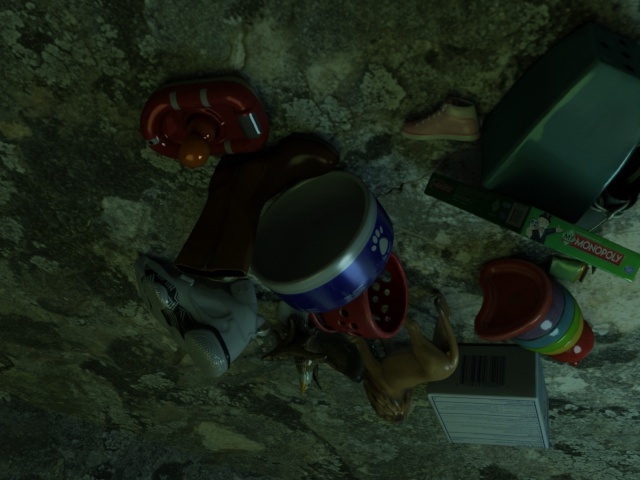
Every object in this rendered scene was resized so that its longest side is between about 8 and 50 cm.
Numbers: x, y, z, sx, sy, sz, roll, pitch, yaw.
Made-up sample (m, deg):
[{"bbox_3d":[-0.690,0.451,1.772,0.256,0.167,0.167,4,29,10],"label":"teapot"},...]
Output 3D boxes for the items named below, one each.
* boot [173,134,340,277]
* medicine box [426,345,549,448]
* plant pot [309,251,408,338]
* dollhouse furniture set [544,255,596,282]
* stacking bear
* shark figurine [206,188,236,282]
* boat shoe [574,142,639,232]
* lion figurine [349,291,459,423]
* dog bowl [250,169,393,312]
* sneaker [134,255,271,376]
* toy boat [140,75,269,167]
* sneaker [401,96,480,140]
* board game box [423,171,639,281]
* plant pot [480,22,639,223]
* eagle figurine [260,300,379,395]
[{"bbox_3d":[-0.111,-0.061,1.168,0.264,0.280,0.096,0,140,19],"label":"boot"},{"bbox_3d":[0.439,0.405,1.678,0.264,0.149,0.289,-4,139,23],"label":"medicine box"},{"bbox_3d":[0.074,0.118,1.410,0.174,0.191,0.191,-8,137,35],"label":"plant pot"},{"bbox_3d":[0.497,0.051,1.282,0.076,0.058,0.151,10,142,7],"label":"dollhouse furniture set"},{"bbox_3d":[0.475,0.172,1.375,0.164,0.175,0.289,-14,144,43],"label":"stacking bear"},{"bbox_3d":[-0.180,0.021,1.456,0.166,0.116,0.278,39,142,26],"label":"shark figurine"},{"bbox_3d":[0.469,-0.090,1.078,0.116,0.099,0.319,15,143,0],"label":"boat shoe"},{"bbox_3d":[0.215,0.292,1.542,0.240,0.142,0.392,63,145,11],"label":"lion figurine"},{"bbox_3d":[0.000,0.000,1.221,0.265,0.265,0.104,-13,138,32],"label":"dog bowl"},{"bbox_3d":[-0.295,0.152,1.634,0.366,0.210,0.137,46,146,17],"label":"sneaker"},{"bbox_3d":[-0.213,-0.190,1.148,0.231,0.151,0.151,-1,139,21],"label":"toy boat"},{"bbox_3d":[0.196,-0.204,1.076,0.134,0.051,0.070,7,125,27],"label":"sneaker"},{"bbox_3d":[0.326,-0.031,1.054,0.214,0.046,0.317,19,-172,-20],"label":"board game box"},{"bbox_3d":[0.369,-0.181,0.956,0.166,0.165,0.234,21,137,-7],"label":"plant pot"},{"bbox_3d":[-0.017,0.296,1.708,0.226,0.225,0.298,41,-167,32],"label":"eagle figurine"}]
